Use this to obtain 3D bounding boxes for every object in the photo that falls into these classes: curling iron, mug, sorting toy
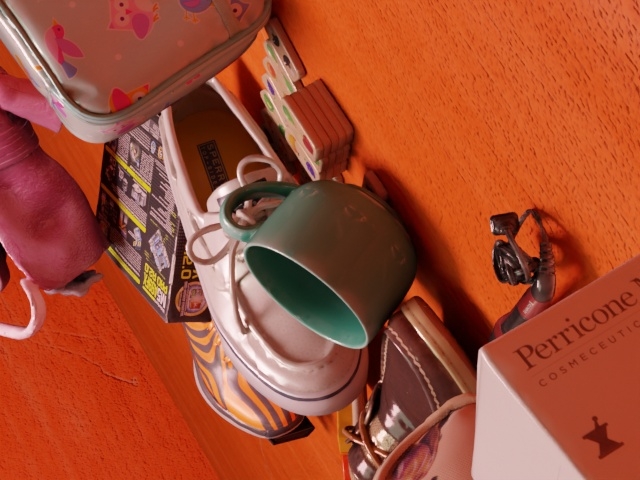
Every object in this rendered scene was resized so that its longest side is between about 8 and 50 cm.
[{"bbox_3d":[0.139,0.052,1.077,0.274,0.035,0.068,83,176,-67],"label":"curling iron"},{"bbox_3d":[0.007,0.003,1.243,0.158,0.097,0.129,47,159,-20],"label":"mug"},{"bbox_3d":[0.034,0.174,1.509,0.193,0.038,0.208,83,180,-55],"label":"sorting toy"}]

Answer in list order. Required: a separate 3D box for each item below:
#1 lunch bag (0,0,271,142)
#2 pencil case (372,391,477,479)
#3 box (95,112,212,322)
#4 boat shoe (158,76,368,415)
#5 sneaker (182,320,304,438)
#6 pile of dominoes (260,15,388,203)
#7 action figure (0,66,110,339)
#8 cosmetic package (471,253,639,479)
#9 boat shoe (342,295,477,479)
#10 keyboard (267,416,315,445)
[{"bbox_3d":[-0.185,-0.245,1.266,0.279,0.224,0.108,56,169,-1],"label":"lunch bag"},{"bbox_3d":[0.150,0.318,1.155,0.183,0.160,0.410,-85,-17,-51],"label":"pencil case"},{"bbox_3d":[-0.189,-0.054,1.763,0.270,0.060,0.216,39,125,56],"label":"box"},{"bbox_3d":[-0.062,-0.018,1.383,0.156,0.136,0.367,77,171,-59],"label":"boat shoe"},{"bbox_3d":[-0.126,0.091,1.874,0.321,0.125,0.180,55,165,25],"label":"sneaker"},{"bbox_3d":[-0.016,-0.067,1.366,0.196,0.040,0.251,57,165,17],"label":"pile of dominoes"},{"bbox_3d":[-0.394,-0.109,1.767,0.248,0.275,0.370,3,127,33],"label":"action figure"},{"bbox_3d":[0.190,0.121,0.778,0.183,0.151,0.151,52,163,29],"label":"cosmetic package"},{"bbox_3d":[0.084,0.185,1.305,0.123,0.123,0.342,54,166,35],"label":"boat shoe"},{"bbox_3d":[-0.079,0.190,1.964,0.180,0.108,0.023,51,129,25],"label":"keyboard"}]
